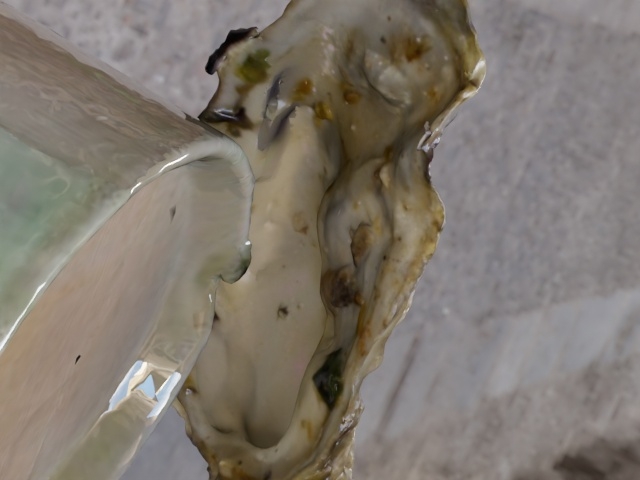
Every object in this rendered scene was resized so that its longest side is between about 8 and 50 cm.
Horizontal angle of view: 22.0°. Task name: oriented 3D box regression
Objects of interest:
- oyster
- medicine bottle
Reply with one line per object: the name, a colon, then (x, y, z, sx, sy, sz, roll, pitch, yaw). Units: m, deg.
oyster: (0.006, 0.003, 0.754, 0.094, 0.166, 0.294, 1, 128, -44)
medicine bottle: (-0.256, -0.039, 0.695, 0.235, 0.406, 0.235, -54, 165, -21)
